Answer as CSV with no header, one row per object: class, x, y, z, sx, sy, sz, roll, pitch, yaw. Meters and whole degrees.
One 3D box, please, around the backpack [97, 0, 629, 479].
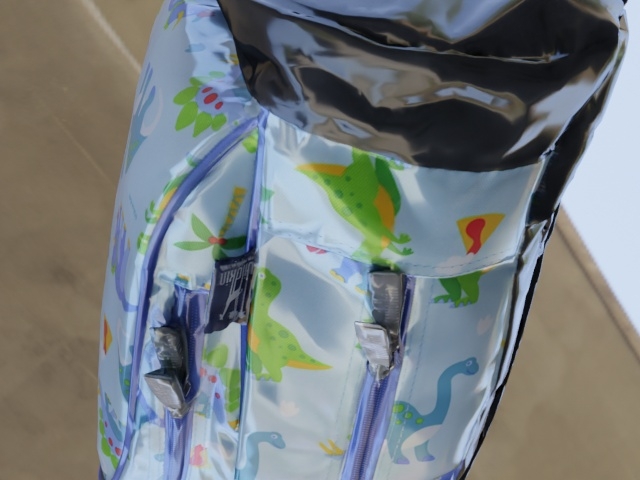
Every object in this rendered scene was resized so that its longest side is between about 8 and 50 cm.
backpack,0.000,0.000,0.541,0.273,0.290,0.355,-9,-51,-2
